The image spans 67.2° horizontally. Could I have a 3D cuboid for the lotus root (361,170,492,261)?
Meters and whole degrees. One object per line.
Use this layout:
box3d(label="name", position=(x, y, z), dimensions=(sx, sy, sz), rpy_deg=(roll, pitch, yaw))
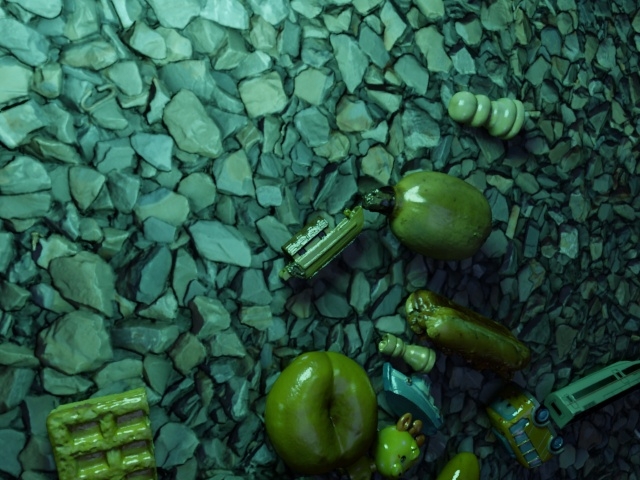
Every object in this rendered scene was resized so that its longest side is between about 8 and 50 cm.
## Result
box3d(label="lotus root", position=(0.230, -0.060, 1.037), dimensions=(0.309, 0.182, 0.183), rpy_deg=(17, 90, -22))

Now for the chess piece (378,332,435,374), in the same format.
box3d(label="chess piece", position=(0.197, 0.259, 1.110), dimensions=(0.122, 0.066, 0.066), rpy_deg=(23, 87, -8))

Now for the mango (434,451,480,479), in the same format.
box3d(label="mango", position=(0.331, 0.650, 1.195), dimensions=(0.138, 0.113, 0.254), rpy_deg=(31, 77, -19))

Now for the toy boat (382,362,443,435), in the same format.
box3d(label="toy boat", position=(0.216, 0.362, 1.137), dimensions=(0.215, 0.088, 0.102), rpy_deg=(47, 44, -20))

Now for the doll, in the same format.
box3d(label="doll", position=(0.141, 0.479, 1.084), dimensions=(0.220, 0.135, 0.143), rpy_deg=(-23, 114, -15))

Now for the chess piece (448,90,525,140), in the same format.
box3d(label="chess piece", position=(0.376, -0.294, 1.111), dimensions=(0.170, 0.094, 0.094), rpy_deg=(7, 94, -20))

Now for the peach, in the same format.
box3d(label="peach", position=(0.005, 0.353, 1.000), dimensions=(0.250, 0.153, 0.252), rpy_deg=(-2, 94, -26))

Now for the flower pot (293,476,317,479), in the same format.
box3d(label="flower pot", position=(-0.105, 0.619, 0.922), dimensions=(0.298, 0.299, 0.283), rpy_deg=(-3, 67, -22))

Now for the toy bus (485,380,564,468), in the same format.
box3d(label="toy bus", position=(0.519, 0.482, 1.248), dimensions=(0.136, 0.126, 0.210), rpy_deg=(-34, 108, -6))

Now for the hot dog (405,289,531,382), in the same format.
box3d(label="hot dog", position=(0.341, 0.229, 1.129), dimensions=(0.348, 0.158, 0.117), rpy_deg=(25, 105, -27))

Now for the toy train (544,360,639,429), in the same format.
box3d(label="toy train", position=(0.825, 0.415, 1.382), dimensions=(0.406, 0.088, 0.087), rpy_deg=(-14, 136, -21))

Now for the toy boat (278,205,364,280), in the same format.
box3d(label="toy boat", position=(0.000, 0.000, 1.000), dimensions=(0.226, 0.068, 0.088), rpy_deg=(-41, 101, -13))

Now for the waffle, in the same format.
box3d(label="waffle", position=(-0.391, 0.416, 0.893), dimensions=(0.167, 0.057, 0.275), rpy_deg=(-9, 100, -21))
